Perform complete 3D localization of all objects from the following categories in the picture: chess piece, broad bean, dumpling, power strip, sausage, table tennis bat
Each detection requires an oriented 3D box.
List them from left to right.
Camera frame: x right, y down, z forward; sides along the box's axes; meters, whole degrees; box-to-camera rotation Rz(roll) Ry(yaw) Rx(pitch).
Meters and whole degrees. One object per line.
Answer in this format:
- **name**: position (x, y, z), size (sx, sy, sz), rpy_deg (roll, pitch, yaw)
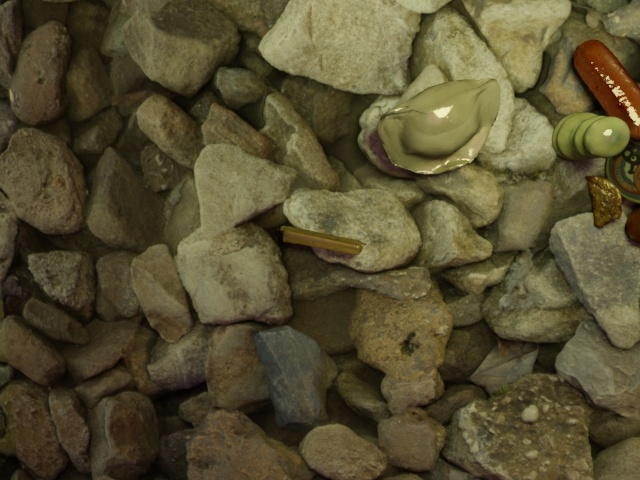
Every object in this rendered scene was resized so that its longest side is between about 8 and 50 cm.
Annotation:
- **power strip**: position (0.000, 0.000, 1.549), size (0.306, 0.064, 0.044), rpy_deg (12, 110, 5)
- **dumpling**: position (0.366, -0.332, 1.380), size (0.341, 0.181, 0.259), rpy_deg (-29, 121, -16)
- **chess piece**: position (0.756, -0.288, 1.281), size (0.145, 0.251, 0.144), rpy_deg (2, 103, 9)
- **sausage**: position (0.820, -0.415, 1.287), size (0.102, 0.102, 0.330), rpy_deg (-29, 75, 13)
- **broad bean**: position (0.997, -0.066, 1.388), size (0.114, 0.084, 0.165), rpy_deg (47, 112, 14)
- **table tennis bat**: position (0.950, -0.240, 1.248), size (0.054, 0.368, 0.224), rpy_deg (-10, 71, -28)

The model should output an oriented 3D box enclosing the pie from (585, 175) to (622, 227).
- **pie**: position (0.865, -0.118, 1.406), size (0.092, 0.034, 0.169), rpy_deg (0, 110, 49)
